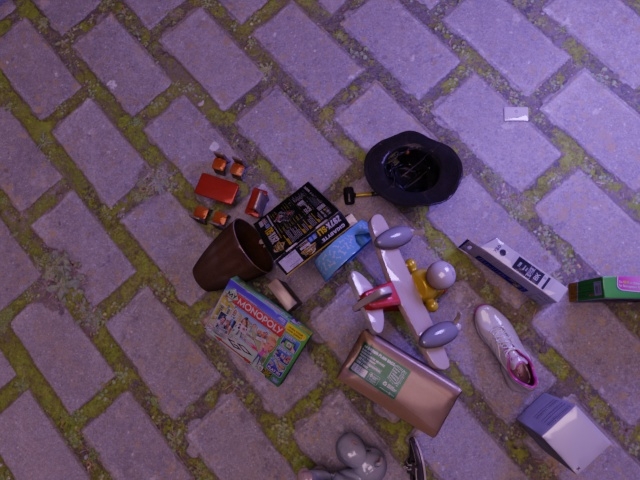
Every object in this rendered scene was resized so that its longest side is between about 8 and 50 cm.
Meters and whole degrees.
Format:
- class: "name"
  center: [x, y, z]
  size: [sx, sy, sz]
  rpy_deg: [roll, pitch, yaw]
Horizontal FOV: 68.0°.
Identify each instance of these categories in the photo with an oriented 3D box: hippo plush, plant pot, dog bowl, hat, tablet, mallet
- class: "hippo plush"
  center: [0.098, 0.738, 1.452]
  size: [0.294, 0.234, 0.237]
  rpy_deg: [38, 87, 11]
- class: "plant pot"
  center: [-0.320, 0.074, 1.640]
  size: [0.230, 0.215, 0.216]
  rpy_deg: [-32, 78, 14]
- class: "dog bowl"
  center: [0.085, 0.025, 1.556]
  size: [0.074, 0.297, 0.166]
  rpy_deg: [46, 128, 7]
- class: "hat"
  center: [0.314, -0.215, 1.641]
  size: [0.330, 0.134, 0.332]
  rpy_deg: [-3, 60, 6]
- class: "tablet"
  center: [0.706, -0.456, 1.711]
  size: [0.083, 0.006, 0.054]
  rpy_deg: [2, 80, 6]
- class: "mallet"
  center: [0.176, -0.158, 1.701]
  size: [0.189, 0.039, 0.063]
  rpy_deg: [2, 79, 2]

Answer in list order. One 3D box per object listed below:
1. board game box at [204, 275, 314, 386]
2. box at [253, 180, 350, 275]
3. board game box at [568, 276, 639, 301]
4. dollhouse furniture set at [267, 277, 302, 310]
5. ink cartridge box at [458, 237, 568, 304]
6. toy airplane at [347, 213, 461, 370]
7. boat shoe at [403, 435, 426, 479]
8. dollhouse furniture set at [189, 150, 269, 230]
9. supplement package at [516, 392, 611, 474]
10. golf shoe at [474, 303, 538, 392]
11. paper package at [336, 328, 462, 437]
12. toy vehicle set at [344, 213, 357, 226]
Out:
- class: "board game box"
  center: [-0.205, 0.292, 1.534]
  size: [0.317, 0.046, 0.214]
  rpy_deg: [34, 108, 12]
- class: "box"
  center: [-0.073, -0.052, 1.580]
  size: [0.257, 0.322, 0.079]
  rpy_deg: [-40, 120, -1]
- class: "board game box"
  center: [0.978, 0.154, 1.460]
  size: [0.316, 0.242, 0.064]
  rpy_deg: [0, 80, 5]
- class: "dollhouse furniture set"
  center: [-0.192, 0.251, 1.601]
  size: [0.242, 0.161, 0.212]
  rpy_deg: [-41, 79, -2]
- class: "ink cartridge box"
  center: [0.617, 0.084, 1.547]
  size: [0.332, 0.165, 0.065]
  rpy_deg: [36, 86, 9]
- class: "toy airplane"
  center: [0.271, 0.141, 1.428]
  size: [0.272, 0.385, 0.386]
  rpy_deg: [-32, 115, 31]
- class: "boat shoe"
  center: [0.300, 0.734, 1.514]
  size: [0.064, 0.075, 0.206]
  rpy_deg: [-10, 84, 1]
- class: "dollhouse furniture set"
  center: [-0.322, -0.169, 1.700]
  size: [0.258, 0.135, 0.262]
  rpy_deg: [18, 83, 9]
- class: "supplement package"
  center: [0.713, 0.565, 1.413]
  size: [0.133, 0.244, 0.139]
  rpy_deg: [-41, 79, -2]
- class: "golf shoe"
  center: [0.603, 0.340, 1.519]
  size: [0.115, 0.140, 0.307]
  rpy_deg: [-29, 77, 2]
- class: "paper package"
  center: [0.236, 0.422, 1.454]
  size: [0.324, 0.309, 0.168]
  rpy_deg: [30, 84, 12]
- class: "toy vehicle set"
  center: [0.000, 0.000, 1.621]
  size: [0.266, 0.166, 0.035]
  rpy_deg: [-35, 93, -1]
